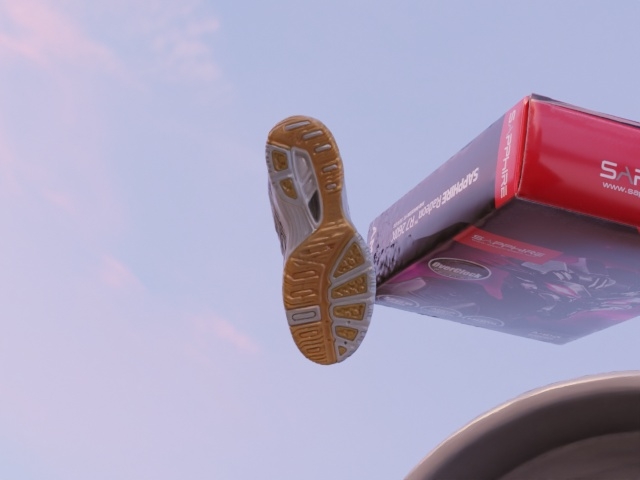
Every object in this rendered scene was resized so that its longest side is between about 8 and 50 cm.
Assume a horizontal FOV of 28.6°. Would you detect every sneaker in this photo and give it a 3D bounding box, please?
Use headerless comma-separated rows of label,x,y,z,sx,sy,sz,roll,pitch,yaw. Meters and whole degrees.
sneaker,0.000,0.000,0.425,0.037,0.032,0.083,135,-51,-86

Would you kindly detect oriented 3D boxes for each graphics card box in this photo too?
graphics card box,0.201,-0.001,1.118,0.233,0.094,0.371,13,-17,-15

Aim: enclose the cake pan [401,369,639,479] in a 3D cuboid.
cake pan,0.145,0.205,0.546,0.293,0.293,0.054,26,-7,27
